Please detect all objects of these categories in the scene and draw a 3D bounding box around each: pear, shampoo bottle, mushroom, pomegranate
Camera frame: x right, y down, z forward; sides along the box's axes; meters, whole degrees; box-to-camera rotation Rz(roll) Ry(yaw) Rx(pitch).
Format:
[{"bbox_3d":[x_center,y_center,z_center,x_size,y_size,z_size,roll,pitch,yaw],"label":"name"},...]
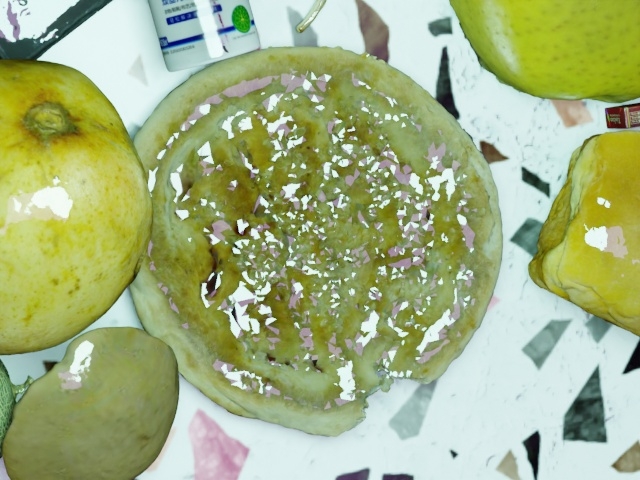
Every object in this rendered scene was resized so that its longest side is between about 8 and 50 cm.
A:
[{"bbox_3d":[0.288,-0.323,1.722,0.340,0.191,0.386,4,92,-15],"label":"pear"},{"bbox_3d":[-0.134,-0.309,1.643,0.092,0.092,0.303,-16,99,-13],"label":"shampoo bottle"},{"bbox_3d":[0.059,-0.317,1.755,0.028,0.026,0.286,31,87,2],"label":"mushroom"},{"bbox_3d":[-0.270,-0.030,1.573,0.260,0.260,0.260,-1,93,-14],"label":"pomegranate"}]

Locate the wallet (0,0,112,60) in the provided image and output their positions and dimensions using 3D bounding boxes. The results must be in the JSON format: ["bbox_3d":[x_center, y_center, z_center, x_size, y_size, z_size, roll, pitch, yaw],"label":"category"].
[{"bbox_3d":[-0.218,-0.292,1.682,0.285,0.030,0.146,-39,100,-9],"label":"wallet"}]

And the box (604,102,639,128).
[{"bbox_3d":[0.331,-0.127,1.814,0.082,0.051,0.023,-9,97,-13],"label":"box"}]

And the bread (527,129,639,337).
[{"bbox_3d":[0.378,0.025,1.784,0.344,0.149,0.195,23,88,-14],"label":"bread"}]

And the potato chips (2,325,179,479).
[{"bbox_3d":[-0.191,0.165,1.634,0.195,0.062,0.208,-14,139,-40],"label":"potato chips"}]

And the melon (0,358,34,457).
[{"bbox_3d":[-0.347,0.153,1.616,0.192,0.139,0.139,-14,96,-10],"label":"melon"}]

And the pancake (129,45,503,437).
[{"bbox_3d":[-0.001,0.000,1.730,0.382,0.071,0.382,-1,93,-13],"label":"pancake"}]
